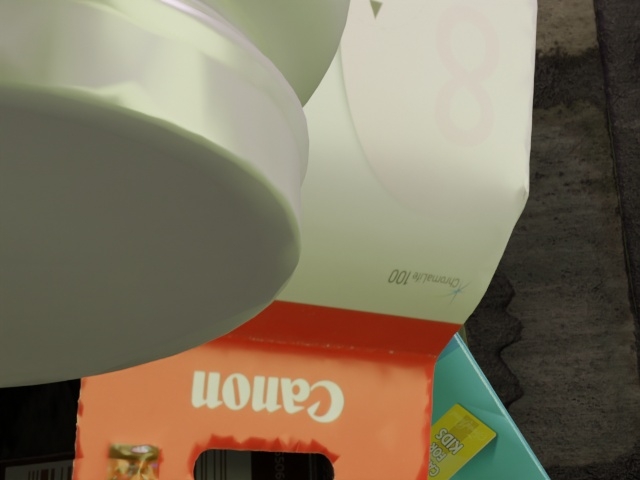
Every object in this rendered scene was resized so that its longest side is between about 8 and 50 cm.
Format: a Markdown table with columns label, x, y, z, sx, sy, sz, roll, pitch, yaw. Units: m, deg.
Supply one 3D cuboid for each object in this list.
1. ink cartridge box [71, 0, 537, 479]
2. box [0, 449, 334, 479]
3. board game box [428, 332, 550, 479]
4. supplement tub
| label | x | y | z | sx | sy | sz | roll | pitch | yaw |
| --- | --- | --- | --- | --- | --- | --- | --- | --- | --- |
| ink cartridge box | 0.000 | 0.000 | 0.664 | 0.189 | 0.066 | 0.232 | 9 | 78 | -41 |
| box | -0.058 | 0.200 | 0.776 | 0.203 | 0.168 | 0.167 | 63 | 20 | -61 |
| board game box | -0.027 | -0.013 | 0.845 | 0.336 | 0.079 | 0.254 | 57 | -2 | -23 |
| supplement tub | -0.114 | -0.145 | 0.499 | 0.241 | 0.241 | 0.331 | 61 | 23 | -65 |
